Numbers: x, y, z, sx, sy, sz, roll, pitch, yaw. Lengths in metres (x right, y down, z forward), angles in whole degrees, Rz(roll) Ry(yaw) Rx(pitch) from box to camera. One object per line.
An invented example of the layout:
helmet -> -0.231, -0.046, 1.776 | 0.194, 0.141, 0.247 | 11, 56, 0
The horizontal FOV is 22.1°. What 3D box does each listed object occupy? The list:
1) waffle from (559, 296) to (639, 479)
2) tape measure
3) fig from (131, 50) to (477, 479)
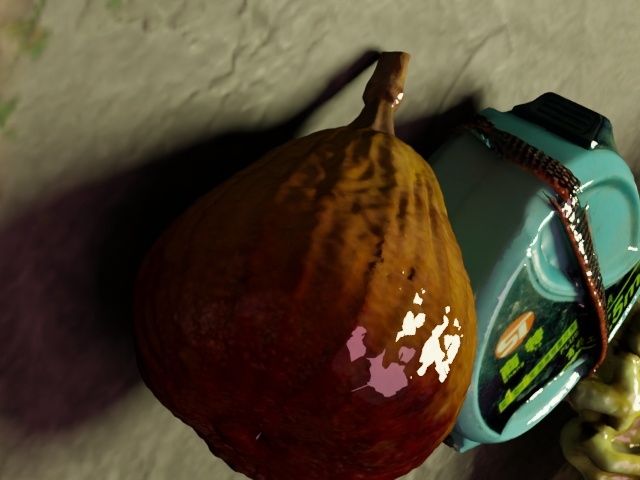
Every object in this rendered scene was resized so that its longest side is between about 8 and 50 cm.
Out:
waffle -> 0.219, 0.073, 0.794 | 0.223, 0.054, 0.204 | -35, 115, 2
tape measure -> 0.074, 0.018, 0.650 | 0.125, 0.081, 0.146 | -46, 145, -21
fig -> -0.010, 0.007, 0.541 | 0.119, 0.153, 0.119 | -10, 159, -4
